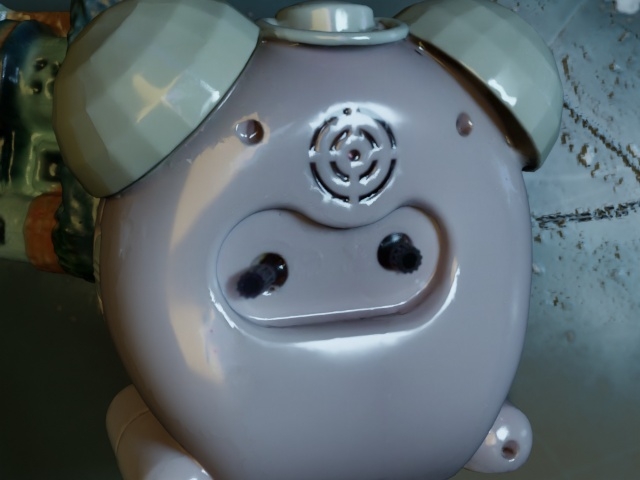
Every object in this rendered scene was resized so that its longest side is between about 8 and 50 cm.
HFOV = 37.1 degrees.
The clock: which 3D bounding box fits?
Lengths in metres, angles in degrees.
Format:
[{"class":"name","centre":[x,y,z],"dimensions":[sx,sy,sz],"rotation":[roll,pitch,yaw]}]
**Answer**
[{"class":"clock","centre":[0.000,0.000,0.642],"dimensions":[0.342,0.184,0.326],"rotation":[-5,101,-26]}]

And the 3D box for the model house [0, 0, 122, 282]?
[{"class":"model house","centre":[-0.254,-0.096,0.781],"dimensions":[0.291,0.184,0.253],"rotation":[4,90,13]}]
